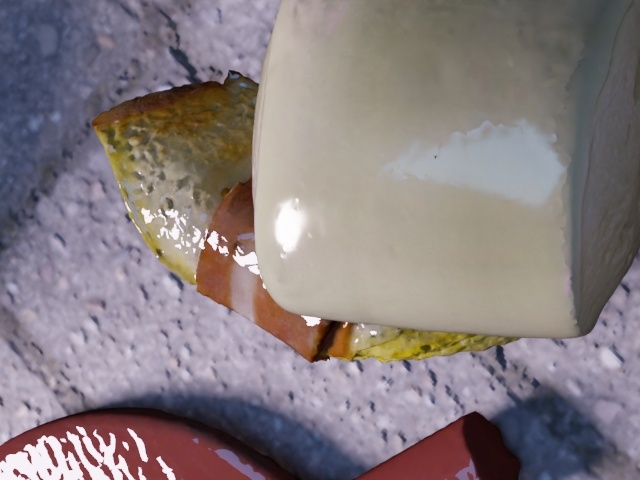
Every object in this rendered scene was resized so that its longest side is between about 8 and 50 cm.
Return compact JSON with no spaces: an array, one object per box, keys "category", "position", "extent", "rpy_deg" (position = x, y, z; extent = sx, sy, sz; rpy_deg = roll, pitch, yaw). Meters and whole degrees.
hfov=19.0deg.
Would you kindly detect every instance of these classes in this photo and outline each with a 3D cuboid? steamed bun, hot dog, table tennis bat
[{"category":"steamed bun","position":[0.070,-0.081,0.891],"extent":[0.200,0.155,0.250],"rpy_deg":[10,54,19]},{"category":"hot dog","position":[0.002,0.002,0.995],"extent":[0.261,0.123,0.093],"rpy_deg":[31,145,22]},{"category":"table tennis bat","position":[-0.072,0.207,1.079],"extent":[0.415,0.051,0.268],"rpy_deg":[-30,85,23]}]
